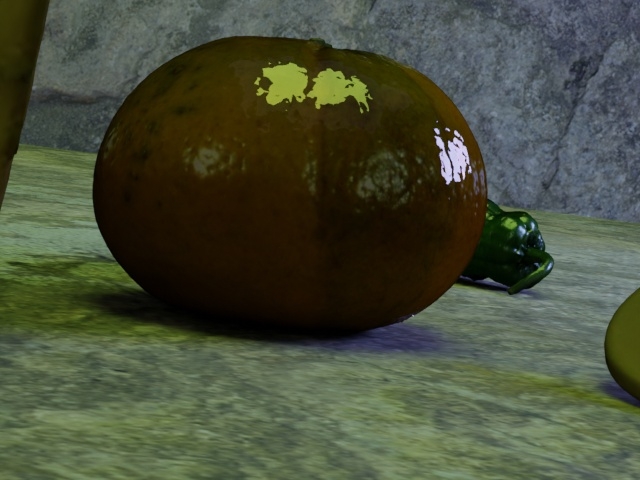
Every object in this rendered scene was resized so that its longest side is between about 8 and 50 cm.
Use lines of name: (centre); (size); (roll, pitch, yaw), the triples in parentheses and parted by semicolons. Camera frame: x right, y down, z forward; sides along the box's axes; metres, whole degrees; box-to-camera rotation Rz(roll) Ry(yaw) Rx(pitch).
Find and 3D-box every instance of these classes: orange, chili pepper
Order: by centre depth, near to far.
orange: (-0.017, -0.037, 1.064); (0.240, 0.171, 0.240); (7, 6, -1)
chili pepper: (0.094, -0.002, 1.517); (0.257, 0.074, 0.100); (5, 5, 34)

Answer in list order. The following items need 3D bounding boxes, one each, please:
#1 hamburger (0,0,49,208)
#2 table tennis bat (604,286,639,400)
hamburger: (-0.286, -0.170, 0.919); (0.277, 0.396, 0.396); (7, 4, -16)
table tennis bat: (0.269, 0.055, 0.890); (0.198, 0.050, 0.321); (-20, 21, -15)
